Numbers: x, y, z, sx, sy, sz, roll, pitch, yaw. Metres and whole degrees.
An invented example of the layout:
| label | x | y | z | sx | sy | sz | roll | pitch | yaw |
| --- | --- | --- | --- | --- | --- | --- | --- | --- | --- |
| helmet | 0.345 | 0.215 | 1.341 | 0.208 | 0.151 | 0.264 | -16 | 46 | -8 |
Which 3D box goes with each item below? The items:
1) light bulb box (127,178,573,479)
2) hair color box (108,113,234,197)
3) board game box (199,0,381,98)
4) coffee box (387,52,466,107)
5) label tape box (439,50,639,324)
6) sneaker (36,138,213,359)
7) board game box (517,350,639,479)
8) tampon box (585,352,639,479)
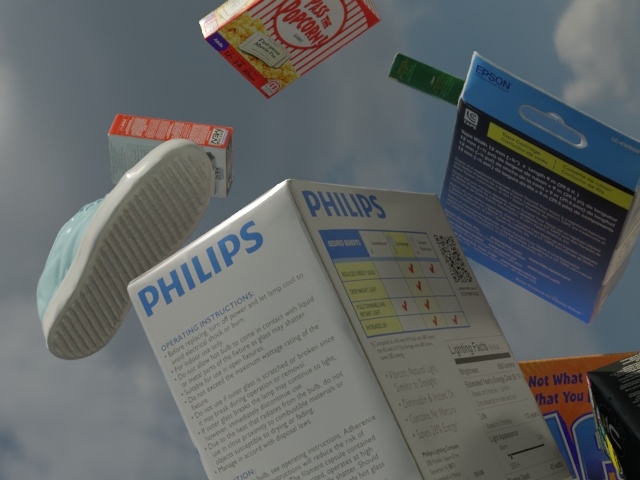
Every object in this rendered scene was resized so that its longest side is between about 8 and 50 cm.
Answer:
| label | x | y | z | sx | sy | sz | roll | pitch | yaw |
| --- | --- | --- | --- | --- | --- | --- | --- | --- | --- |
| light bulb box | 0.040 | 0.150 | 1.590 | 0.358 | 0.225 | 0.361 | 2 | -120 | -62 |
| hair color box | -0.208 | -0.118 | 2.140 | 0.053 | 0.167 | 0.093 | -75 | -9 | -47 |
| board game box | -0.040 | -0.293 | 2.032 | 0.147 | 0.193 | 0.045 | 40 | -157 | -43 |
| coffee box | 0.194 | -0.209 | 2.162 | 0.040 | 0.184 | 0.113 | -67 | -13 | 7 |
| label tape box | 0.291 | -0.083 | 1.932 | 0.115 | 0.249 | 0.348 | -47 | -22 | -35 |
| sneaker | -0.281 | -0.016 | 2.025 | 0.135 | 0.366 | 0.150 | 16 | -148 | -43 |
| board game box | 0.288 | 0.368 | 2.006 | 0.356 | 0.356 | 0.356 | -3 | -108 | -24 |
| tampon box | 0.373 | 0.212 | 1.652 | 0.161 | 0.101 | 0.120 | -120 | 11 | -58 |
